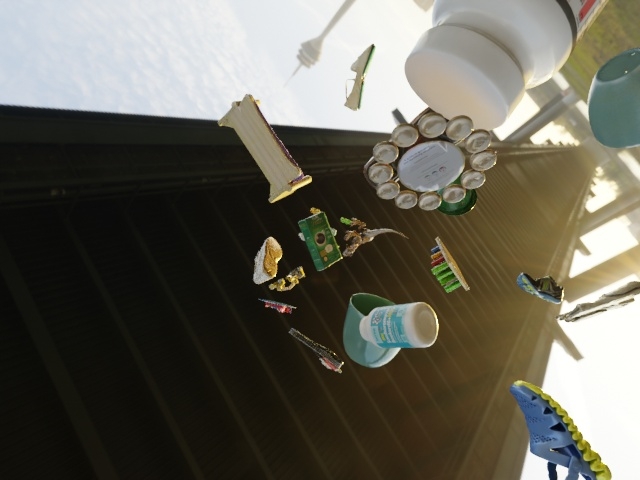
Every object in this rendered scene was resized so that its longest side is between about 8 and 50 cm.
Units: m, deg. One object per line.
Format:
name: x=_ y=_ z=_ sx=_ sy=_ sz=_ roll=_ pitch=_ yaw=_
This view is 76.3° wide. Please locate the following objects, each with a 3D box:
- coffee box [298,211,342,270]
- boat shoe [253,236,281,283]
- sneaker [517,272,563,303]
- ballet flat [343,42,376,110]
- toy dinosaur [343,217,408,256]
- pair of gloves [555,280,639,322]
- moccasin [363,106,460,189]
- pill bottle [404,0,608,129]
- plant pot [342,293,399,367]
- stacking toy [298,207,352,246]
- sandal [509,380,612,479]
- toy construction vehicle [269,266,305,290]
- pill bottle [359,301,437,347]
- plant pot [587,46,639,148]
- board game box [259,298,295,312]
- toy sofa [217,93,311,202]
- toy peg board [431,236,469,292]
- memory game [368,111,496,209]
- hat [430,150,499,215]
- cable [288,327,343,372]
coffee box: x=0.000 y=0.000 z=1.430 sx=0.113 sy=0.040 sz=0.184 roll=-29 pitch=-81 yaw=-47
boat shoe: x=-0.233 y=0.081 z=1.704 sx=0.098 sy=0.096 sz=0.277 roll=47 pitch=-159 yaw=-18
sneaker: x=0.736 y=0.148 z=1.365 sx=0.188 sy=0.078 sz=0.067 roll=24 pitch=176 yaw=-16
ballet flat: x=0.141 y=-0.622 z=1.551 sx=0.086 sy=0.249 sz=0.086 roll=11 pitch=-154 yaw=-5
toy dinosaur: x=0.135 y=-0.017 z=1.178 sx=0.112 sy=0.211 sz=0.064 roll=29 pitch=-128 yaw=-33
pair of gloves: x=0.756 y=0.168 z=1.098 sx=0.240 sy=0.204 sz=0.042 roll=49 pitch=-159 yaw=-62
moccasin: x=0.293 y=-0.285 z=1.173 sx=0.139 sy=0.380 sz=0.147 roll=45 pitch=-161 yaw=-9
pill bottle: x=0.296 y=-0.359 z=0.591 sx=0.210 sy=0.363 sz=0.210 roll=35 pitch=179 yaw=1
plant pot: x=0.231 y=0.406 z=1.781 sx=0.292 sy=0.235 sz=0.293 roll=17 pitch=-164 yaw=-5
stacking toy: x=0.020 y=-0.057 z=1.960 sx=0.167 sy=0.221 sz=0.052 roll=-63 pitch=-26 yaw=-19
sandal: x=0.606 y=0.521 z=1.072 sx=0.318 sy=0.138 sz=0.126 roll=55 pitch=177 yaw=12
toy construction vehicle: x=-0.077 y=0.103 z=1.040 sx=0.035 sy=0.098 sz=0.086 roll=59 pitch=-171 yaw=4
pill bottle: x=0.260 y=0.300 z=1.417 sx=0.146 sy=0.264 sz=0.147 roll=14 pitch=-112 yaw=-38
plant pot: x=0.940 y=-0.453 z=1.221 sx=0.195 sy=0.290 sz=0.290 roll=40 pitch=-145 yaw=-22
board game box: x=-0.187 y=0.280 z=1.721 sx=0.133 sy=0.168 sz=0.033 roll=16 pitch=-98 yaw=-31
toy sofa: x=-0.180 y=-0.336 z=1.453 sx=0.363 sy=0.177 sz=0.150 roll=56 pitch=-147 yaw=-2
toy peg board: x=0.467 y=0.101 z=1.535 sx=0.161 sy=0.079 sz=0.161 roll=49 pitch=-161 yaw=-28
memory game: x=0.163 y=-0.111 z=0.608 sx=0.186 sy=0.186 sz=0.012 roll=27 pitch=-135 yaw=-29
hat: x=0.508 y=-0.223 z=1.491 sx=0.172 sy=0.184 sz=0.209 roll=25 pitch=-115 yaw=19
cable: x=-0.016 y=0.470 z=1.700 sx=0.287 sy=0.072 sz=0.139 roll=36 pitch=173 yaw=-26
